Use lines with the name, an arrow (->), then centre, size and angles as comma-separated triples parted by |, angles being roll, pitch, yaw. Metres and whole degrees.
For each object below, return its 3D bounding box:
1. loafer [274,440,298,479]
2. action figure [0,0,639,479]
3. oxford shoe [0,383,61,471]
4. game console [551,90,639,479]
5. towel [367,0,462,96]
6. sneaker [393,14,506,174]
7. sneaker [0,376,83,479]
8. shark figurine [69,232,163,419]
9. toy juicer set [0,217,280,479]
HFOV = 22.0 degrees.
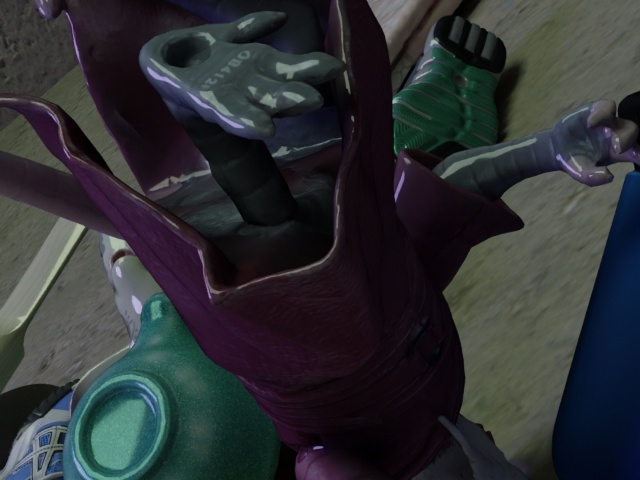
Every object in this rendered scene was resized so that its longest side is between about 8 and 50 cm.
loafer -> -0.074, 0.166, 0.965 | 0.220, 0.080, 0.078 | -18, 36, 46
action figure -> -0.008, 0.037, 0.703 | 0.276, 0.370, 0.248 | 0, 53, 22
oxford shoe -> -0.291, 0.204, 1.480 | 0.212, 0.076, 0.076 | -51, -26, -51
game console -> 0.238, 0.017, 0.665 | 0.250, 0.173, 0.293 | -18, 13, -12
towel -> 0.031, -0.183, 1.597 | 0.317, 0.053, 0.332 | -56, 18, -25
sneaker -> 0.082, -0.075, 1.217 | 0.098, 0.083, 0.223 | -61, 0, 38
sneaker -> -0.208, 0.189, 1.310 | 0.081, 0.080, 0.211 | -1, 37, 33
shark figurine -> -0.115, 0.141, 1.184 | 0.116, 0.166, 0.278 | 9, -81, -73
toy juicer set -> -0.112, 0.138, 0.900 | 0.209, 0.089, 0.329 | -42, 53, 9
